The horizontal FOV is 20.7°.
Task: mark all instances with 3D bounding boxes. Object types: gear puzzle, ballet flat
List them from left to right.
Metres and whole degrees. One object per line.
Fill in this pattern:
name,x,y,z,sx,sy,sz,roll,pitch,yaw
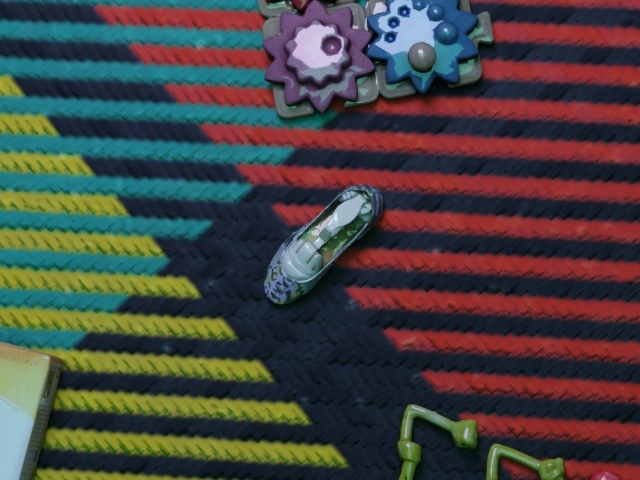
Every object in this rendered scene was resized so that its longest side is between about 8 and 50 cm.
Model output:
ballet flat,0.000,0.000,1.288,0.114,0.041,0.041,-45,81,-3
gear puzzle,0.021,-0.269,1.321,0.175,0.044,0.339,-10,81,3

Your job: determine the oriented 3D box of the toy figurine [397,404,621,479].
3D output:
toy figurine,0.174,0.245,1.152,0.362,0.217,0.191,26,85,7

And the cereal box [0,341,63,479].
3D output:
cereal box,-0.301,0.181,1.279,0.173,0.047,0.240,12,83,7
